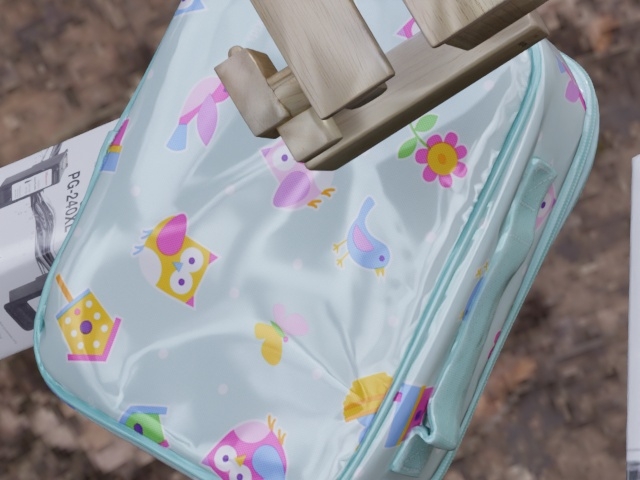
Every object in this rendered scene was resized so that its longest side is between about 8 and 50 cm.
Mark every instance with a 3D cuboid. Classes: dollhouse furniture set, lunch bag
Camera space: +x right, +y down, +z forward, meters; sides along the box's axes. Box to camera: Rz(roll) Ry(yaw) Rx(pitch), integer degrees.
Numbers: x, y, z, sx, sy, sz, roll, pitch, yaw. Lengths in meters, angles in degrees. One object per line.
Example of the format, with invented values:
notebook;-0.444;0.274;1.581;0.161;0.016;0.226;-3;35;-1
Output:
dollhouse furniture set;0.015;-0.117;0.787;0.144;0.123;0.151;-32;-6;13
lunch bag;0.000;0.000;0.963;0.224;0.108;0.279;25;91;26

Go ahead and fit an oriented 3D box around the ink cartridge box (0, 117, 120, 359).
ink cartridge box;-0.155;-0.001;1.152;0.150;0.063;0.109;-22;36;12

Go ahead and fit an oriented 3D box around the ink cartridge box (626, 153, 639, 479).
ink cartridge box;0.184;0.119;0.631;0.114;0.197;0.273;-7;67;30
